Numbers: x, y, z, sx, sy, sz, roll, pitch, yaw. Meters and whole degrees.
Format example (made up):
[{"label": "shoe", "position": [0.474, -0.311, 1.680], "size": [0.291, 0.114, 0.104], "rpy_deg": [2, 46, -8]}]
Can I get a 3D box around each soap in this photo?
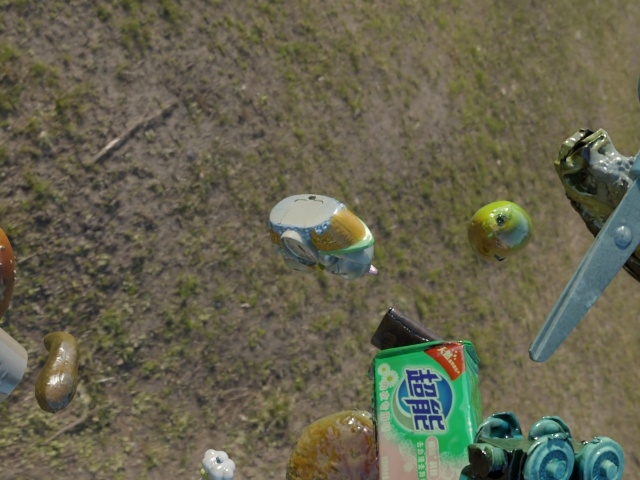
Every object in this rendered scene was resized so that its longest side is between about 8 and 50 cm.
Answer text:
[{"label": "soap", "position": [0.176, 0.298, 1.223], "size": [0.098, 0.217, 0.273], "rpy_deg": [56, 29, -52]}]

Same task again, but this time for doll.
[{"label": "doll", "position": [-0.225, 0.526, 1.724], "size": [0.062, 0.106, 0.162], "rpy_deg": [-25, 137, -39]}]

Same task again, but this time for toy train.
[{"label": "toy train", "position": [0.232, 0.266, 0.836], "size": [0.197, 0.107, 0.154], "rpy_deg": [11, 93, -29]}]

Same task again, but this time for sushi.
[{"label": "sushi", "position": [0.475, -0.050, 1.180], "size": [0.139, 0.131, 0.291], "rpy_deg": [-37, 81, -27]}]

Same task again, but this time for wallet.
[{"label": "wallet", "position": [0.230, 0.249, 1.781], "size": [0.230, 0.124, 0.042], "rpy_deg": [31, 43, 6]}]

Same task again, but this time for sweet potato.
[{"label": "sweet potato", "position": [-0.491, 0.230, 1.480], "size": [0.062, 0.081, 0.233], "rpy_deg": [57, 4, -33]}]

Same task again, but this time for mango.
[{"label": "mango", "position": [0.359, -0.017, 1.575], "size": [0.111, 0.125, 0.233], "rpy_deg": [69, 16, 8]}]

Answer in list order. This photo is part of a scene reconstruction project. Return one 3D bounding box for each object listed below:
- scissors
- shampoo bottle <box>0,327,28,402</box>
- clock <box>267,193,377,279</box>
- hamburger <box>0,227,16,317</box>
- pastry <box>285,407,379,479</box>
[{"label": "scissors", "position": [0.377, -0.036, 0.936], "size": [0.192, 0.029, 0.447], "rpy_deg": [39, 79, -5]}, {"label": "shampoo bottle", "position": [-0.433, 0.099, 0.837], "size": [0.127, 0.078, 0.257], "rpy_deg": [-54, 136, -6]}, {"label": "clock", "position": [0.000, 0.000, 1.264], "size": [0.103, 0.231, 0.144], "rpy_deg": [-52, 127, -24]}, {"label": "hamburger", "position": [-0.569, 0.062, 1.228], "size": [0.246, 0.170, 0.246], "rpy_deg": [10, 90, -81]}, {"label": "pastry", "position": [0.066, 0.546, 1.774], "size": [0.136, 0.329, 0.330], "rpy_deg": [12, 63, -80]}]
